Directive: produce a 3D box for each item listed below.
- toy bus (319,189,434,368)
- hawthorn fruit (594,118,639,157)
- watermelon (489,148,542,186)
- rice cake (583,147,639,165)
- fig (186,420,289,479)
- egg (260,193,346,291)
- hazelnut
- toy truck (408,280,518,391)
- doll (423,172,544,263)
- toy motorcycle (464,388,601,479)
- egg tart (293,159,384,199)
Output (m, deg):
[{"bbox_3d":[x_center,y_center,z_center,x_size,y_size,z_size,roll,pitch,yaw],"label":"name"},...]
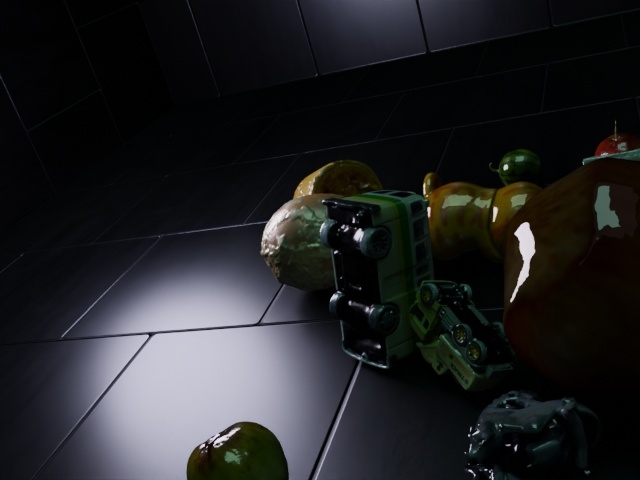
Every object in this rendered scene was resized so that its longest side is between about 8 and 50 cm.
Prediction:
[{"bbox_3d":[0.108,0.056,1.265,0.164,0.276,0.133,-19,20,-33],"label":"toy bus"},{"bbox_3d":[0.623,-0.165,1.580,0.125,0.140,0.125,-51,14,17],"label":"hawthorn fruit"},{"bbox_3d":[0.448,-0.158,1.712,0.109,0.109,0.109,-14,24,7],"label":"watermelon"},{"bbox_3d":[0.646,-0.126,1.491,0.237,0.127,0.043,-13,-3,13],"label":"rice cake"},{"bbox_3d":[-0.112,0.313,1.037,0.136,0.121,0.153,-31,27,-18],"label":"fig"},{"bbox_3d":[0.000,0.000,1.539,0.245,0.203,0.203,-15,24,3],"label":"egg"},{"bbox_3d":[0.416,0.059,1.022,0.366,0.366,0.366,-14,24,7],"label":"hazelnut"},{"bbox_3d":[0.211,0.155,1.164,0.085,0.116,0.191,2,36,-34],"label":"toy truck"},{"bbox_3d":[0.323,-0.038,1.465,0.269,0.162,0.166,6,16,22],"label":"doll"},{"bbox_3d":[0.251,0.266,0.921,0.159,0.106,0.270,-10,20,30],"label":"toy motorcycle"},{"bbox_3d":[0.032,-0.079,1.731,0.202,0.202,0.147,-31,13,-28],"label":"egg tart"}]
